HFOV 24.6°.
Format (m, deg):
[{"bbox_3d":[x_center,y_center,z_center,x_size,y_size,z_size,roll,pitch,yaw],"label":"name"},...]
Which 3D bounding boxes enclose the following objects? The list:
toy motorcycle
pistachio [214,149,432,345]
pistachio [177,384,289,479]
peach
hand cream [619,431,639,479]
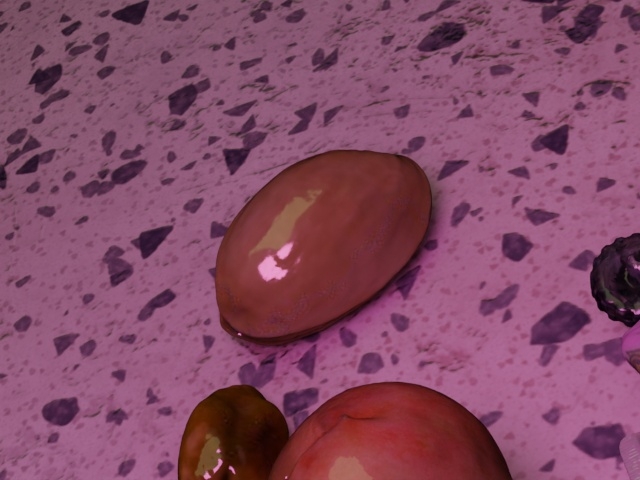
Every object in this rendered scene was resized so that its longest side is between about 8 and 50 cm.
[{"bbox_3d":[0.417,0.070,1.377,0.327,0.143,0.188,0,45,14],"label":"toy motorcycle"},{"bbox_3d":[0.000,0.000,1.672,0.293,0.162,0.181,-40,78,-15],"label":"pistachio"},{"bbox_3d":[-0.095,0.224,1.545,0.100,0.110,0.189,-36,29,47],"label":"pistachio"},{"bbox_3d":[0.068,0.262,1.278,0.247,0.292,0.292,-2,47,8],"label":"peach"},{"bbox_3d":[0.450,0.181,1.283,0.359,0.118,0.185,-27,46,15],"label":"hand cream"}]
